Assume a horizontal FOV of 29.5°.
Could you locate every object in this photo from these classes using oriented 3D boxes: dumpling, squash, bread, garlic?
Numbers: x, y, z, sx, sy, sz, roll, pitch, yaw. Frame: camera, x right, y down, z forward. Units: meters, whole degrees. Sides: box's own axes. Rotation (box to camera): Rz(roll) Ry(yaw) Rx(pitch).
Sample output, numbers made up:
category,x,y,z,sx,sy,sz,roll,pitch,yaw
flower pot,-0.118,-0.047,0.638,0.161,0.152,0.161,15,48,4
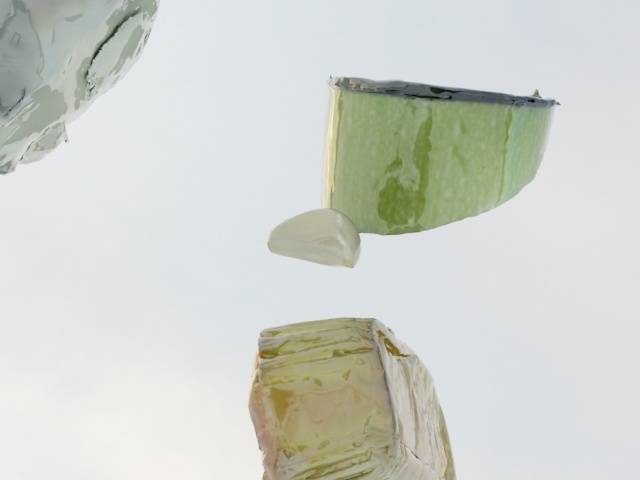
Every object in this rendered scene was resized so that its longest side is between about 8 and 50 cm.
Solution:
category,x,y,z,sx,sy,sz,roll,pitch,yaw
dumpling,-0.218,-0.156,0.708,0.243,0.318,0.187,29,-48,4
squash,0.110,-0.086,1.100,0.220,0.220,0.133,6,-77,36
bread,0.031,0.161,0.981,0.119,0.152,0.288,-16,-23,11
garlic,0.000,0.000,0.965,0.083,0.053,0.041,6,-52,28
